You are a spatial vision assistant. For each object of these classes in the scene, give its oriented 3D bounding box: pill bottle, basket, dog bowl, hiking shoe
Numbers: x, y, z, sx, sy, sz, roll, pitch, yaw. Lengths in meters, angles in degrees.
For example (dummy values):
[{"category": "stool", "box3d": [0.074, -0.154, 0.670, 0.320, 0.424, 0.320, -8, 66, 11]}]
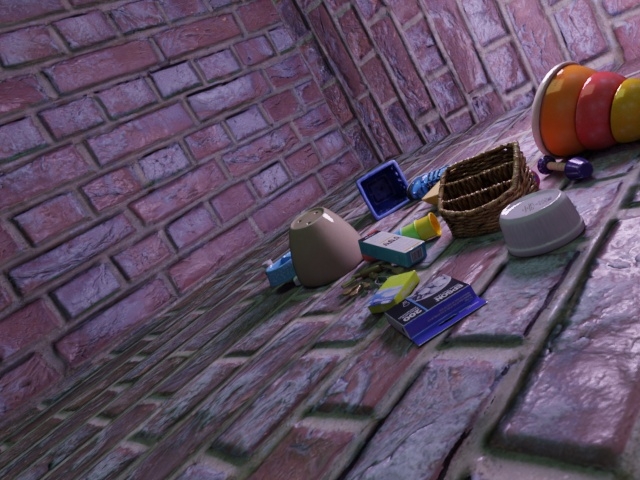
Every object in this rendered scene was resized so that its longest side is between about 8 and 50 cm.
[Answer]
[{"category": "pill bottle", "box3d": [-0.235, 0.155, 2.454, 0.067, 0.120, 0.067, -29, 12, 7]}, {"category": "basket", "box3d": [0.532, -0.157, 1.658, 0.299, 0.222, 0.213, -16, 18, 46]}, {"category": "dog bowl", "box3d": [-0.132, 0.103, 2.334, 0.297, 0.074, 0.166, -37, 14, -34]}, {"category": "hiking shoe", "box3d": [0.557, -0.293, 2.450, 0.304, 0.113, 0.132, -32, 11, -9]}]

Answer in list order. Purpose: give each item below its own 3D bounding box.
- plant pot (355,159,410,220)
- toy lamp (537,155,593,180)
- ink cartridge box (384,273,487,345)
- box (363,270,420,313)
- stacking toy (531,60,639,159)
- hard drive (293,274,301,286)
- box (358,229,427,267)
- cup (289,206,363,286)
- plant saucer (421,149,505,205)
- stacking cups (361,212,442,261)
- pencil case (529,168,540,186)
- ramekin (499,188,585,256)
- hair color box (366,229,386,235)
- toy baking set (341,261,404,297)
[{"category": "plant pot", "box3d": [0.327, -0.264, 2.624, 0.236, 0.235, 0.212, -30, 5, 3]}, {"category": "toy lamp", "box3d": [0.825, -0.246, 1.692, 0.080, 0.080, 0.274, -29, 9, 6]}, {"category": "ink cartridge box", "box3d": [0.288, 0.172, 1.293, 0.206, 0.045, 0.208, -31, 13, -8]}, {"category": "box", "box3d": [0.217, 0.161, 1.515, 0.109, 0.042, 0.178, -20, 15, 43]}, {"category": "stacking toy", "box3d": [1.000, -0.426, 1.677, 0.351, 0.350, 0.480, -35, 31, -22]}, {"category": "hard drive", "box3d": [-0.041, 0.114, 2.357, 0.210, 0.040, 0.318, -30, 12, -2]}, {"category": "box", "box3d": [0.251, 0.027, 1.780, 0.101, 0.060, 0.244, -27, 25, -28]}, {"category": "cup", "box3d": [0.000, 0.000, 2.112, 0.331, 0.236, 0.331, -24, 24, 11]}, {"category": "plant saucer", "box3d": [0.648, -0.256, 2.153, 0.333, 0.080, 0.333, -18, 17, 44]}, {"category": "stacking cups", "box3d": [0.295, -0.002, 1.901, 0.317, 0.096, 0.096, -25, 12, 28]}, {"category": "pencil case", "box3d": [0.726, -0.235, 1.831, 0.105, 0.104, 0.236, -27, 13, 16]}, {"category": "ramekin", "box3d": [0.589, -0.054, 1.360, 0.207, 0.108, 0.207, -28, 11, 6]}, {"category": "hair color box", "box3d": [0.245, -0.002, 2.072, 0.043, 0.071, 0.141, -32, 12, -9]}, {"category": "toy baking set", "box3d": [0.183, 0.136, 1.757, 0.256, 0.030, 0.196, -25, 15, 19]}]
